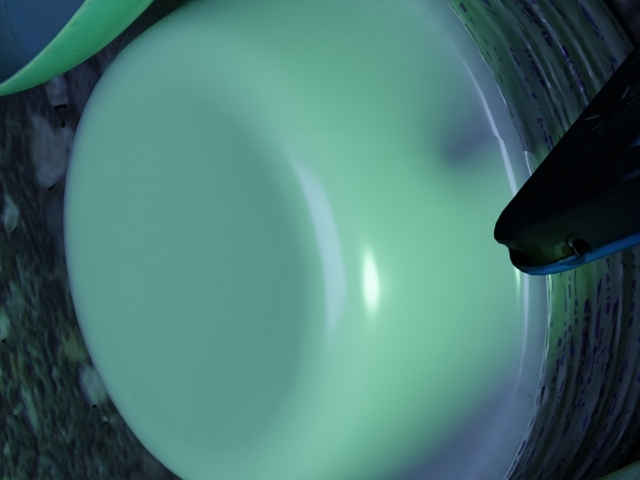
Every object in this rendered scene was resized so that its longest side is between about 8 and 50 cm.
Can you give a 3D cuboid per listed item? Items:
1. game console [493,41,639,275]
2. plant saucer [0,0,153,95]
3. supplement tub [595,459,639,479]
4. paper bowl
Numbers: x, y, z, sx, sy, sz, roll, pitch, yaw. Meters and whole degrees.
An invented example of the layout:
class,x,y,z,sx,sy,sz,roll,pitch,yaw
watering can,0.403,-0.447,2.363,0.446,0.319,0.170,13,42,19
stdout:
class,x,y,z,sx,sy,sz,roll,pitch,yaw
game console,0.162,-0.154,0.583,0.173,0.250,0.293,52,140,-11
plant saucer,-0.089,-0.206,0.853,0.317,0.044,0.317,-37,44,45
supplement tub,0.136,0.185,0.643,0.316,0.228,0.228,-36,73,47
paper bowl,0.000,0.000,0.815,0.284,0.148,0.284,16,111,47
